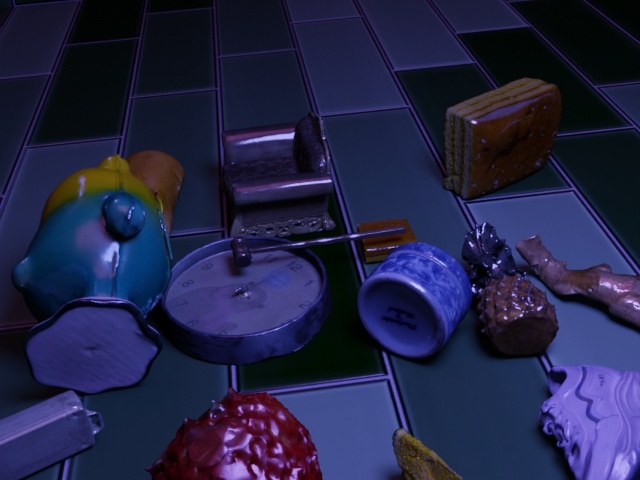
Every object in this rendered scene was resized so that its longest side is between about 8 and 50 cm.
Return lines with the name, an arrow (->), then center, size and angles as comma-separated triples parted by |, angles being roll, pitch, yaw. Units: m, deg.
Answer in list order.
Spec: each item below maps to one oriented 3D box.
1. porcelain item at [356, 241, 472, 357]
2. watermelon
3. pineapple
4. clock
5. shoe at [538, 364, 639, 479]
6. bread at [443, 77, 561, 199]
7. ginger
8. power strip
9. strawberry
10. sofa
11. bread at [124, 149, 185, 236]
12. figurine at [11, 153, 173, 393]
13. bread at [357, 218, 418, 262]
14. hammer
porcelain item -> 0.140, 0.084, 1.202 | 0.147, 0.147, 0.114 | 17, 37, 28
watermelon -> 0.163, 0.291, 0.944 | 0.075, 0.092, 0.181 | -10, 23, -33
pineapple -> 0.273, 0.067, 1.246 | 0.111, 0.119, 0.237 | -6, 38, -4
clock -> -0.119, 0.085, 1.311 | 0.281, 0.055, 0.280 | -3, 34, 2
shoe -> 0.329, 0.235, 1.011 | 0.138, 0.095, 0.245 | 9, 32, 24
bread -> 0.348, -0.195, 1.568 | 0.234, 0.184, 0.110 | -26, 43, -27
ginger -> 0.431, 0.068, 1.264 | 0.288, 0.075, 0.089 | 31, 70, 34
power strip -> -0.410, 0.272, 1.037 | 0.272, 0.078, 0.052 | -23, 37, -26
strawberry -> -0.068, 0.301, 0.900 | 0.205, 0.205, 0.244 | -26, 61, -30
sofa -> -0.089, -0.133, 1.522 | 0.200, 0.182, 0.258 | -9, 34, -6
bread -> -0.338, -0.078, 1.553 | 0.142, 0.091, 0.305 | -9, 33, 2
figurine -> -0.335, 0.033, 1.228 | 0.231, 0.323, 0.340 | 15, 37, -25
bread -> 0.116, 0.000, 1.431 | 0.094, 0.035, 0.090 | -7, 34, -4
hammer -> 0.000, 0.000, 1.356 | 0.292, 0.029, 0.058 | -8, 36, -9
